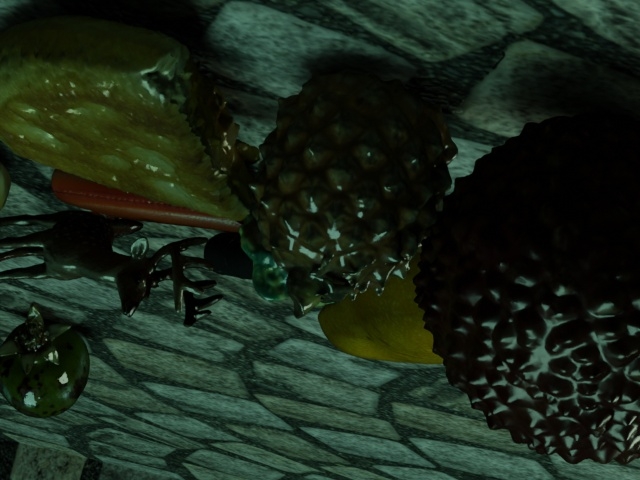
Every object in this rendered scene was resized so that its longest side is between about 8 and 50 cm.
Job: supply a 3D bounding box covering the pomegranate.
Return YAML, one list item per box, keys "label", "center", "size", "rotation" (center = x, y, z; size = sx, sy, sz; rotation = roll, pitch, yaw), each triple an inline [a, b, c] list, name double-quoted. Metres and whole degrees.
- label: "pomegranate"
  center: [-0.394, 0.177, 2.570]
  size: [0.148, 0.148, 0.169]
  rotation: [17, 165, -4]

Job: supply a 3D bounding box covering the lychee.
- label: "lychee"
  center: [0.200, 0.036, 1.320]
  size: [0.264, 0.264, 0.300]
  rotation: [16, 179, 0]

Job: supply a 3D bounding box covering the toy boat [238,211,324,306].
- label: "toy boat"
  center: [0.007, -0.009, 1.594]
  size: [0.108, 0.099, 0.293]
  rotation: [39, -167, 5]

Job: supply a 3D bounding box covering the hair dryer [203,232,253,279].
- label: "hair dryer"
  center: [-0.006, 0.033, 1.860]
  size: [0.195, 0.050, 0.173]
  rotation: [13, 179, -19]

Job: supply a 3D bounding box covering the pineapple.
- label: "pineapple"
  center: [0.017, -0.029, 1.390]
  size: [0.166, 0.193, 0.166]
  rotation: [22, 167, 5]

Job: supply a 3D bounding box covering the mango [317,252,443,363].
- label: "mango"
  center: [0.113, 0.052, 1.712]
  size: [0.177, 0.120, 0.295]
  rotation: [15, 168, -26]

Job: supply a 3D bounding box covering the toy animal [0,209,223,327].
- label: "toy animal"
  center: [-0.232, 0.009, 1.842]
  size: [0.260, 0.087, 0.243]
  rotation: [-4, -155, -4]

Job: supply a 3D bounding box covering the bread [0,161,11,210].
- label: "bread"
  center: [-0.387, -0.070, 1.837]
  size: [0.119, 0.084, 0.177]
  rotation: [11, 167, 19]

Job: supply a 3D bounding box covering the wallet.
- label: "wallet"
  center: [-0.141, -0.039, 1.759]
  size: [0.204, 0.045, 0.142]
  rotation: [7, 173, 27]

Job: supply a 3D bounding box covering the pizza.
- label: "pizza"
  center: [-0.190, -0.123, 1.467]
  size: [0.258, 0.087, 0.268]
  rotation: [15, 164, 17]
